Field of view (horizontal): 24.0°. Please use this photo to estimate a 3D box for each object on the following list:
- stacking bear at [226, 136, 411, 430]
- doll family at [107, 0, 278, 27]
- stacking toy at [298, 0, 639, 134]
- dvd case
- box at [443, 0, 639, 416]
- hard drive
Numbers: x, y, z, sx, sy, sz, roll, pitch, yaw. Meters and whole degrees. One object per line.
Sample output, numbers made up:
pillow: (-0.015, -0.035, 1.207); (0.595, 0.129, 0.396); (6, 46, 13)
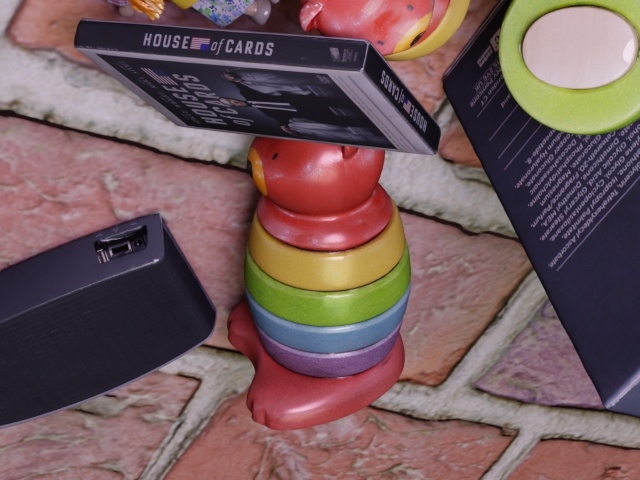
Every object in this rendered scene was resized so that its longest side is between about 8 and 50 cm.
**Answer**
stacking bear: (0.000, 0.000, 1.345); (0.164, 0.175, 0.289); (-8, 128, -10)
doll family: (-0.083, -0.245, 1.088); (0.163, 0.118, 0.263); (13, 126, -33)
stacking toy: (0.144, -0.224, 1.058); (0.309, 0.279, 0.130); (-61, 165, 19)
dvd case: (-0.045, -0.118, 1.159); (0.238, 0.029, 0.179); (7, 167, 24)
box: (0.324, -0.046, 1.237); (0.293, 0.395, 0.212); (17, 125, -32)
hard drive: (-0.234, 0.084, 1.406); (0.254, 0.054, 0.172); (-23, 137, 2)
